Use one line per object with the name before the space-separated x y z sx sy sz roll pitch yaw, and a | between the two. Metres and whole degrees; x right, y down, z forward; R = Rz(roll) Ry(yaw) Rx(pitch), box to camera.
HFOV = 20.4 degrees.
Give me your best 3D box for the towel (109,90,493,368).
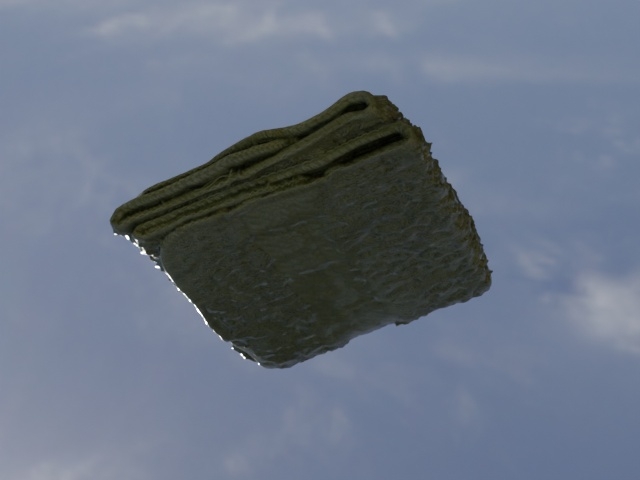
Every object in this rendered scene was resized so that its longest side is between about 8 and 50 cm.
towel | 0.000 0.000 0.638 0.110 0.148 0.027 -20 -119 11
